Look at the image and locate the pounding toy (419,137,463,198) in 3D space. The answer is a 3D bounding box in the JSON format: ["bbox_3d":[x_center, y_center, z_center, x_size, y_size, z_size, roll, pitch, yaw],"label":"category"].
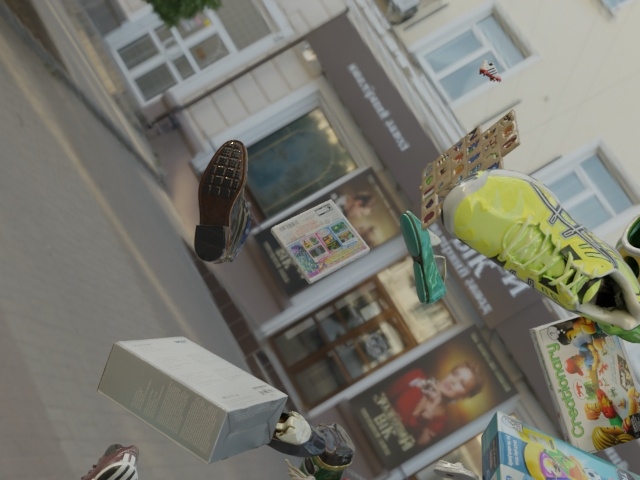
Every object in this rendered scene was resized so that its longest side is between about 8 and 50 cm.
[{"bbox_3d":[0.326,-0.181,1.950,0.269,0.154,0.154,-173,-84,-72],"label":"pounding toy"}]

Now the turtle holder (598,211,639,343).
[{"bbox_3d":[0.711,0.060,1.617,0.227,0.320,0.243,45,22,-30],"label":"turtle holder"}]

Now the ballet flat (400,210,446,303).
[{"bbox_3d":[0.267,0.036,1.947,0.083,0.087,0.247,-166,-120,-69],"label":"ballet flat"}]

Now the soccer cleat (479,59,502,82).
[{"bbox_3d":[0.391,-0.385,1.761,0.083,0.036,0.029,14,4,-44],"label":"soccer cleat"}]

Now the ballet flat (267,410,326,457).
[{"bbox_3d":[-0.078,0.323,1.344,0.203,0.074,0.074,22,2,-7],"label":"ballet flat"}]

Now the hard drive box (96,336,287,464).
[{"bbox_3d":[-0.199,0.242,1.219,0.232,0.089,0.181,25,8,27],"label":"hard drive box"}]

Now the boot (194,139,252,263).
[{"bbox_3d":[-0.165,-0.063,1.367,0.106,0.082,0.219,45,57,-75],"label":"boot"}]

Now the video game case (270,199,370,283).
[{"bbox_3d":[0.000,0.000,1.595,0.143,0.157,0.019,53,-29,19],"label":"video game case"}]

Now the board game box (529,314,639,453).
[{"bbox_3d":[0.627,0.326,1.795,0.053,0.192,0.306,97,-24,-81],"label":"board game box"}]

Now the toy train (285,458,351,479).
[{"bbox_3d":[0.006,0.468,1.266,0.248,0.105,0.144,13,-74,60],"label":"toy train"}]

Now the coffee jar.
[{"bbox_3d":[0.005,0.461,1.564,0.096,0.079,0.184,53,-47,47],"label":"coffee jar"}]

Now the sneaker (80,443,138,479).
[{"bbox_3d":[-0.513,0.565,1.762,0.106,0.281,0.162,52,11,-16],"label":"sneaker"}]

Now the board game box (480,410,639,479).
[{"bbox_3d":[0.477,0.489,1.474,0.336,0.079,0.254,24,23,1],"label":"board game box"}]

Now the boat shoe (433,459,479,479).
[{"bbox_3d":[0.278,0.463,1.557,0.100,0.035,0.035,-2,-51,42],"label":"boat shoe"}]

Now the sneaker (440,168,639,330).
[{"bbox_3d":[0.354,0.014,1.169,0.384,0.145,0.147,24,18,-22],"label":"sneaker"}]

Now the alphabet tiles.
[{"bbox_3d":[0.278,-0.144,1.459,0.009,0.237,0.198,37,35,-21],"label":"alphabet tiles"}]
